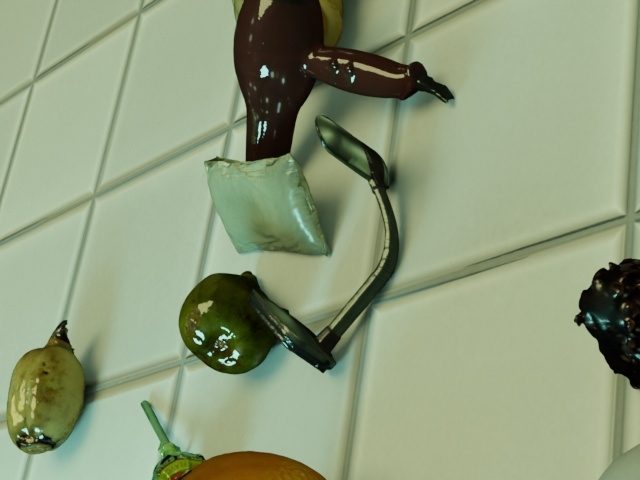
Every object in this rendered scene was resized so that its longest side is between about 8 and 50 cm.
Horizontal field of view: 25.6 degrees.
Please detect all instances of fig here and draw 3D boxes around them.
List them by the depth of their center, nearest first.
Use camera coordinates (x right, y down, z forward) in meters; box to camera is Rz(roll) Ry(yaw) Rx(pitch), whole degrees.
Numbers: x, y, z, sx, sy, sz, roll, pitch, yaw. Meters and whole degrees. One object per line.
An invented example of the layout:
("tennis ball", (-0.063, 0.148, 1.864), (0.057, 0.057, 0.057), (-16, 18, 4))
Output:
("fig", (-0.118, 0.110, 1.892), (0.185, 0.133, 0.127), (-24, -53, -82))

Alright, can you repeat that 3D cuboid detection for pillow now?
("pillow", (-0.077, -0.048, 1.927), (0.050, 0.148, 0.229), (-30, 18, -28))

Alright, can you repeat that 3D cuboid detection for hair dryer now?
("hair dryer", (0.028, -0.185, 1.881), (0.340, 0.123, 0.313), (19, 120, 31))

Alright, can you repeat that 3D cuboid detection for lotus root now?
("lotus root", (-0.426, 0.231, 2.202), (0.125, 0.118, 0.221), (-4, 56, 16))

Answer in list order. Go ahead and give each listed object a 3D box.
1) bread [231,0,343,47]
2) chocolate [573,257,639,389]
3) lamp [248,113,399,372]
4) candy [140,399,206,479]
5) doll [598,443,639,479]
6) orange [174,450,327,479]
("bread", (-0.050, -0.361, 2.102), (0.173, 0.121, 0.311), (-33, 44, 24))
("chocolate", (0.302, 0.062, 1.310), (0.156, 0.133, 0.156), (-30, 47, 38))
("lamp", (0.006, 0.000, 1.710), (0.124, 0.203, 0.283), (25, 83, 38))
("candy", (-0.212, 0.290, 1.923), (0.305, 0.083, 0.091), (-138, 61, -65))
("doll", (0.334, 0.251, 1.085), (0.251, 0.221, 0.221), (-11, 51, 11))
("orange", (-0.078, 0.348, 1.518), (0.246, 0.246, 0.246), (-33, 43, 37))
